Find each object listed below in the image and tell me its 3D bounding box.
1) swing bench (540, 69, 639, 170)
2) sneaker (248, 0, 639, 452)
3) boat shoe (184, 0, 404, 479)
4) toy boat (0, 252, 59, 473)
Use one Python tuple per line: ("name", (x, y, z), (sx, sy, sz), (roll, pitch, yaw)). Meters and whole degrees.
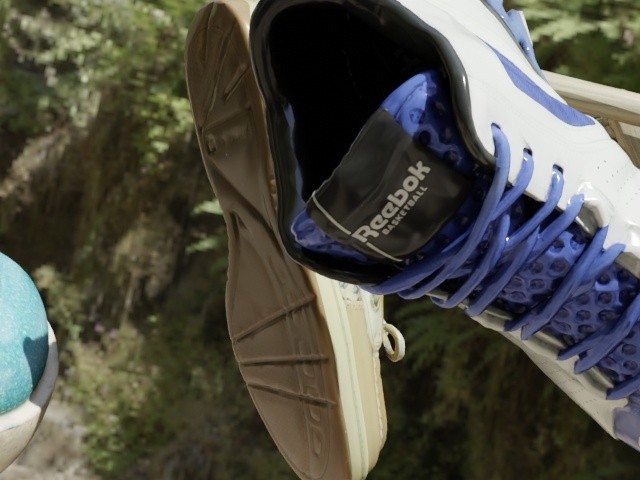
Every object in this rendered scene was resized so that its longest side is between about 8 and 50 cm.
("swing bench", (0.140, -0.056, 0.855), (0.255, 0.165, 0.253), (32, 0, -5))
("sneaker", (0.074, -0.003, 0.537), (0.315, 0.127, 0.182), (46, 28, 4))
("boat shoe", (0.000, 0.000, 0.730), (0.089, 0.285, 0.104), (-14, 6, -34))
("toy boat", (-0.269, 0.002, 0.652), (0.267, 0.148, 0.318), (7, 22, -18))
